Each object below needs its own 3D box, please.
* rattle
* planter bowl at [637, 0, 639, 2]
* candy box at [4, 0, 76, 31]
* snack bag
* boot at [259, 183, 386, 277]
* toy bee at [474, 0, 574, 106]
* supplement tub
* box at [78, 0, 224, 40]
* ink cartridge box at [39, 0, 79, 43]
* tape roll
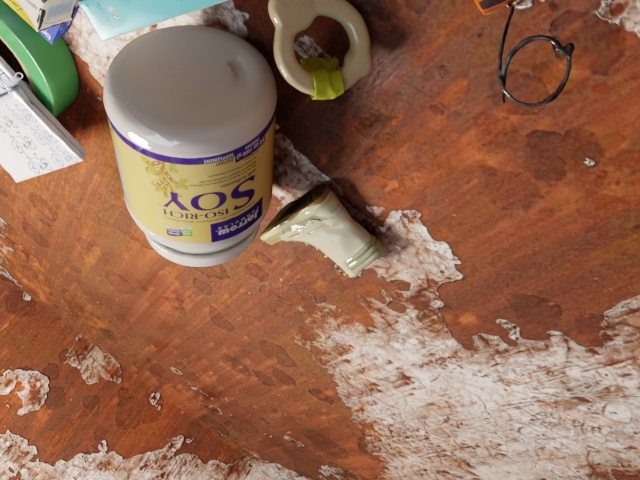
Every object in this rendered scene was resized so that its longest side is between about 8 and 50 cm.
[{"bbox_3d":[-0.021,-0.287,0.937,0.130,0.142,0.199,-32,110,14],"label":"rattle"},{"bbox_3d":[0.328,-0.276,0.584,0.162,0.109,0.162,24,147,17],"label":"planter bowl"},{"bbox_3d":[-0.399,-0.433,0.994,0.159,0.071,0.233,42,135,6],"label":"candy box"},{"bbox_3d":[-0.639,-0.262,1.390,0.323,0.037,0.342,-4,131,45],"label":"snack bag"},{"bbox_3d":[0.000,0.000,1.272,0.165,0.077,0.213,42,144,-16],"label":"boot"},{"bbox_3d":[0.150,-0.286,0.711,0.195,0.162,0.298,1,105,20],"label":"toy bee"},{"bbox_3d":[-0.191,-0.132,1.115,0.241,0.241,0.331,26,147,12],"label":"supplement tub"},{"bbox_3d":[-0.184,-0.332,0.923,0.244,0.100,0.060,-8,129,27],"label":"box"},{"bbox_3d":[-0.494,-0.428,1.175,0.207,0.046,0.097,44,147,-14],"label":"ink cartridge box"},{"bbox_3d":[-0.603,-0.356,1.340,0.321,0.077,0.321,23,147,16],"label":"tape roll"}]
